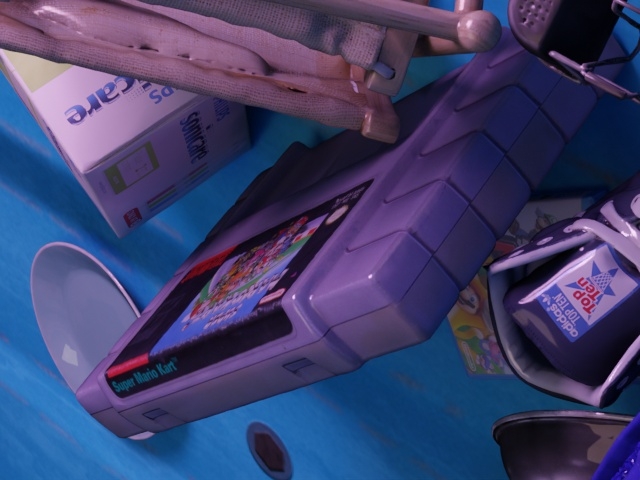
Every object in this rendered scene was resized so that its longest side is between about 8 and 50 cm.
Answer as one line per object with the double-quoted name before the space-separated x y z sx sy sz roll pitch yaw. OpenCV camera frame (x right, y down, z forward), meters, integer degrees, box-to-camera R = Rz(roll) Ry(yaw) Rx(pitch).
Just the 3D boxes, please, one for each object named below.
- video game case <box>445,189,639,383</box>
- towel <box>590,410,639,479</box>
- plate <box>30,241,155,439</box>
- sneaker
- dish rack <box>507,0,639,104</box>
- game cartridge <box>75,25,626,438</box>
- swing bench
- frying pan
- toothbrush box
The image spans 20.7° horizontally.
"video game case" 0.128 0.030 1.059 0.166 0.015 0.119 -4 110 53
"towel" 0.267 0.168 0.801 0.308 0.076 0.228 20 138 3
"plate" -0.184 0.083 1.497 0.188 0.024 0.188 31 136 36
"sneaker" 0.180 -0.016 0.832 0.099 0.153 0.282 51 145 13
"dish rack" 0.220 -0.114 0.719 0.271 0.074 0.208 33 109 25
"game cartridge" 0.000 0.000 1.012 0.068 0.230 0.355 50 147 -11
"swing bench" -0.059 -0.156 0.871 0.254 0.253 0.165 137 143 -72
"frying pan" 0.147 0.139 0.982 0.197 0.053 0.326 25 159 -32
"toothbrush box" -0.172 -0.163 1.148 0.283 0.122 0.206 54 173 8
